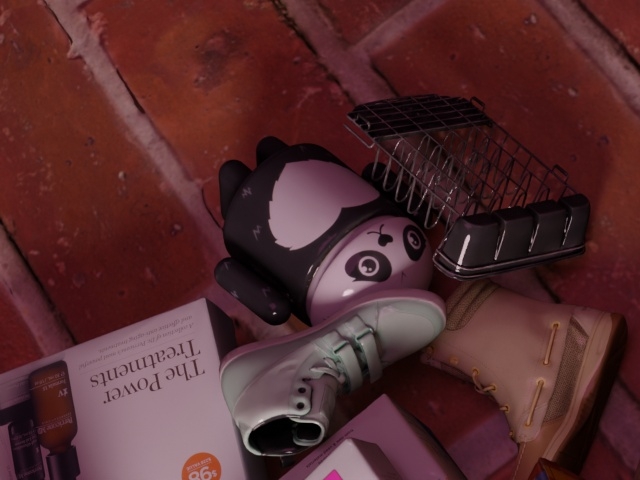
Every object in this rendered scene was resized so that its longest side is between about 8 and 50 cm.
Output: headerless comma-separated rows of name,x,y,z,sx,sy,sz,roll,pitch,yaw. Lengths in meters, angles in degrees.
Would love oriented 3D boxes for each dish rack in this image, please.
dish rack,0.157,-0.073,1.852,0.271,0.208,0.074,46,131,37

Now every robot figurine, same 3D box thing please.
robot figurine,0.001,-0.002,1.878,0.278,0.173,0.209,41,99,30

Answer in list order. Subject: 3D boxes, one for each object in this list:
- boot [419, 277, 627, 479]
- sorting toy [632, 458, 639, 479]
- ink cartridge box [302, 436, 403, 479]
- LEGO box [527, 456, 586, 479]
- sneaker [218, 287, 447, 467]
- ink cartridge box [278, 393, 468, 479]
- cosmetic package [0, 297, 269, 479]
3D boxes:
boot,0.193,0.171,1.778,0.203,0.095,0.262,18,74,26
sorting toy,0.415,0.340,1.598,0.307,0.041,0.229,24,97,42
ink cartridge box,0.011,0.370,1.596,0.275,0.060,0.239,-45,59,14
LEGO box,0.321,0.475,1.402,0.500,0.193,0.372,28,93,3
sneaker,0.027,0.149,1.728,0.256,0.094,0.151,-21,37,2
ink cartridge box,0.093,0.314,1.713,0.168,0.171,0.232,-40,62,3
cosmetic package,-0.253,0.262,1.854,0.377,0.097,0.284,-21,65,11
